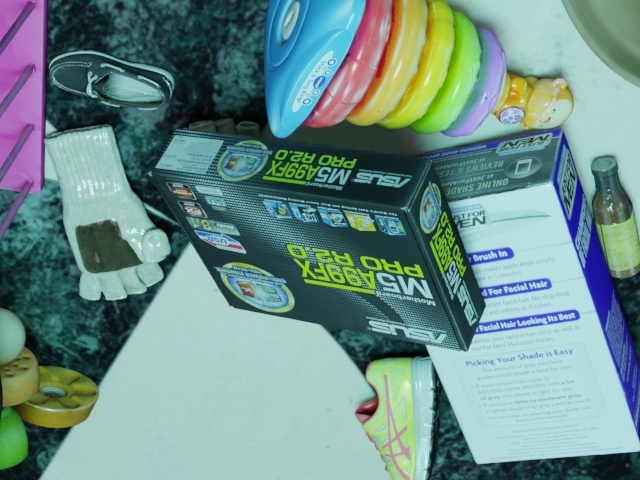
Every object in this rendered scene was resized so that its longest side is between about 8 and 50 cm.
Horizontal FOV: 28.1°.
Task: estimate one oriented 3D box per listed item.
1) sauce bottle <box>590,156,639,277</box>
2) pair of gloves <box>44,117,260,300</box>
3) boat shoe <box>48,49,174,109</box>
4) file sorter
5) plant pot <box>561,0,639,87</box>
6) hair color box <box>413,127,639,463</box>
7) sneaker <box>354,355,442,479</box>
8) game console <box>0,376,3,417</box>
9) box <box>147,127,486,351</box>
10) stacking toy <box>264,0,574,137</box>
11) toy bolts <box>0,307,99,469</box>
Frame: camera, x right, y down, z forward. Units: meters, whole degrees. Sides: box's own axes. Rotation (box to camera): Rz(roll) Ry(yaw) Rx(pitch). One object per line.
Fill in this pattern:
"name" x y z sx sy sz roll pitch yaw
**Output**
"sauce bottle" 0.295 -0.023 1.284 0.042 0.042 0.128 -10 123 12
"pair of gloves" -0.154 -0.028 1.326 0.240 0.042 0.204 -2 122 5
"boat shoe" -0.207 -0.154 1.253 0.125 0.038 0.046 12 123 -2
"file sorter" -0.377 -0.145 1.191 0.202 0.182 0.291 9 123 0
"plant pot" 0.309 -0.248 1.069 0.109 0.237 0.237 -25 126 -26
"hair color box" 0.199 0.066 1.299 0.185 0.110 0.339 -9 123 25
"sneaker" 0.085 0.213 1.443 0.094 0.081 0.208 6 117 10
"game console" -0.445 0.146 1.318 0.386 0.060 0.342 39 133 35
"box" 0.000 0.000 1.190 0.270 0.060 0.216 10 146 28
"stacking toy" 0.105 -0.155 1.175 0.301 0.166 0.175 16 133 -22
"toy bolts" -0.357 0.109 1.388 0.228 0.218 0.158 25 113 28
